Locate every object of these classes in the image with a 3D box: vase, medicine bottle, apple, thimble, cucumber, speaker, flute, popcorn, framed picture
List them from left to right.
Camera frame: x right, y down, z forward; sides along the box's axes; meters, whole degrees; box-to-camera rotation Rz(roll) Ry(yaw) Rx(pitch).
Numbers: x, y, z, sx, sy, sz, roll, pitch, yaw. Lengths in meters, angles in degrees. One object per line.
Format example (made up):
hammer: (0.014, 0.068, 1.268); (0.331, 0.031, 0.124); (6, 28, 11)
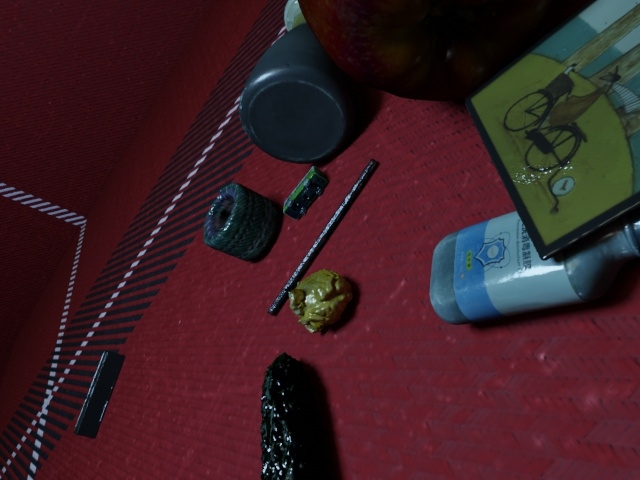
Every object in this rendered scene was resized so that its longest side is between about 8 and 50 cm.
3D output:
speaker: (-0.515, 0.356, 1.221); (0.040, 0.046, 0.191); (-14, 56, 52)
thimble: (-0.137, -0.031, 0.896); (0.118, 0.090, 0.135); (-61, 29, 2)
cucumber: (-0.030, 0.233, 0.543); (0.072, 0.072, 0.300); (-45, 35, 28)
vase: (-0.022, -0.293, 0.865); (0.173, 0.173, 0.321); (-35, 35, 39)
popcorn: (-0.010, 0.068, 0.637); (0.084, 0.084, 0.084); (-37, 39, 37)
flute: (0.000, 0.000, 0.739); (0.269, 0.014, 0.014); (-56, 31, 12)
apple: (0.104, -0.315, 0.577); (0.288, 0.288, 0.316); (-38, 46, 36)
medicine bottle: (0.180, 0.010, 0.412); (0.208, 0.054, 0.090); (-24, 45, 46)
framed picture: (0.270, -0.151, 0.390); (0.324, 0.013, 0.244); (-38, 33, 27)

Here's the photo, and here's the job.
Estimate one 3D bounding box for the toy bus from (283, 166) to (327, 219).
toy bus: (-0.025, -0.073, 0.819); (0.083, 0.031, 0.037); (-49, 26, 22)
